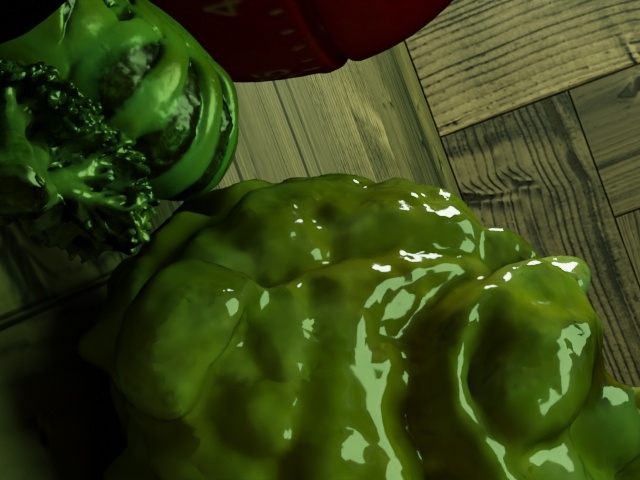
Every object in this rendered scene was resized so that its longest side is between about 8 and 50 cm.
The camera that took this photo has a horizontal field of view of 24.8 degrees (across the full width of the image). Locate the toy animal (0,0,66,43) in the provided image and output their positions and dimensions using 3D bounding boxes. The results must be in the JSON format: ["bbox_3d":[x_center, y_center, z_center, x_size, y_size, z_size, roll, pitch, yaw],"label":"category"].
[{"bbox_3d":[-0.151,-0.127,0.437,0.166,0.138,0.179,48,22,-7],"label":"toy animal"}]

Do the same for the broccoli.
[{"bbox_3d":[-0.113,-0.025,0.529,0.092,0.095,0.097,-117,-172,-60],"label":"broccoli"}]

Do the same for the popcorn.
[{"bbox_3d":[0.021,0.081,0.648,0.250,0.235,0.242,55,32,-11],"label":"popcorn"}]

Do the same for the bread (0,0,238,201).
[{"bbox_3d":[-0.095,-0.074,0.625,0.139,0.071,0.130,37,6,11],"label":"bread"}]

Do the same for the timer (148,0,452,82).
[{"bbox_3d":[-0.037,-0.279,0.819,0.378,0.279,0.378,-11,90,-80],"label":"timer"}]
